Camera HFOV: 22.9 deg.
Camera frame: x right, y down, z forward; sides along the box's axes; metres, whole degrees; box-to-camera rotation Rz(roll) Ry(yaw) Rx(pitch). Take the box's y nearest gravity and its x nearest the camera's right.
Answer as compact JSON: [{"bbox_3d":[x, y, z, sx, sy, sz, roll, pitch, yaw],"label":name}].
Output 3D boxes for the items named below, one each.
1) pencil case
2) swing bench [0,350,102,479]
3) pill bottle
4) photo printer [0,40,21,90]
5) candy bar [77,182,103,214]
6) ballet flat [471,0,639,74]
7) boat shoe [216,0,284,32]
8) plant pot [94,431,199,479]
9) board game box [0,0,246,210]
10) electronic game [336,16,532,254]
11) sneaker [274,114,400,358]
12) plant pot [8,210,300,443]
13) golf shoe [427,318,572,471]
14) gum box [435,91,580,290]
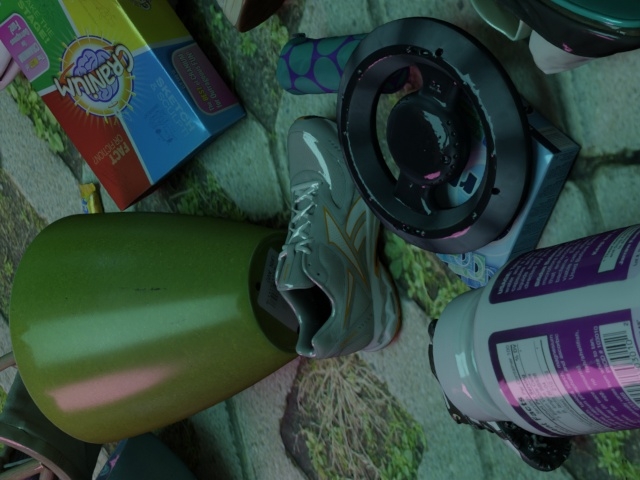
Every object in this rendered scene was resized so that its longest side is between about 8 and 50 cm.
[{"bbox_3d":[0.024,-0.180,1.608,0.151,0.070,0.065,6,110,50],"label":"pencil case"},{"bbox_3d":[-0.352,0.230,2.049,0.165,0.253,0.255,28,138,-14],"label":"swing bench"},{"bbox_3d":[0.239,0.081,1.357,0.301,0.169,0.169,-16,90,52],"label":"pill bottle"},{"bbox_3d":[-0.472,-0.368,2.124,0.308,0.107,0.256,57,139,21],"label":"photo printer"},{"bbox_3d":[-0.294,0.001,2.109,0.040,0.018,0.162,-6,97,52],"label":"candy bar"},{"bbox_3d":[0.199,-0.209,1.376,0.280,0.095,0.096,47,145,45],"label":"ballet flat"},{"bbox_3d":[-0.058,-0.343,1.605,0.098,0.109,0.302,46,144,15],"label":"boat shoe"},{"bbox_3d":[-0.226,0.403,1.997,0.195,0.290,0.290,31,135,-5],"label":"plant pot"},{"bbox_3d":[-0.254,-0.218,1.878,0.317,0.064,0.242,55,141,-1],"label":"board game box"},{"bbox_3d":[0.103,-0.097,1.488,0.229,0.048,0.229,20,121,38],"label":"electronic game"},{"bbox_3d":[0.000,0.000,1.660,0.099,0.121,0.263,-12,93,51],"label":"sneaker"},{"bbox_3d":[-0.152,0.081,1.793,0.293,0.274,0.275,-11,94,36],"label":"plant pot"},{"bbox_3d":[0.174,0.158,1.552,0.198,0.077,0.094,55,150,33],"label":"golf shoe"},{"bbox_3d":[0.152,-0.058,1.516,0.157,0.041,0.184,45,133,32],"label":"gum box"}]
